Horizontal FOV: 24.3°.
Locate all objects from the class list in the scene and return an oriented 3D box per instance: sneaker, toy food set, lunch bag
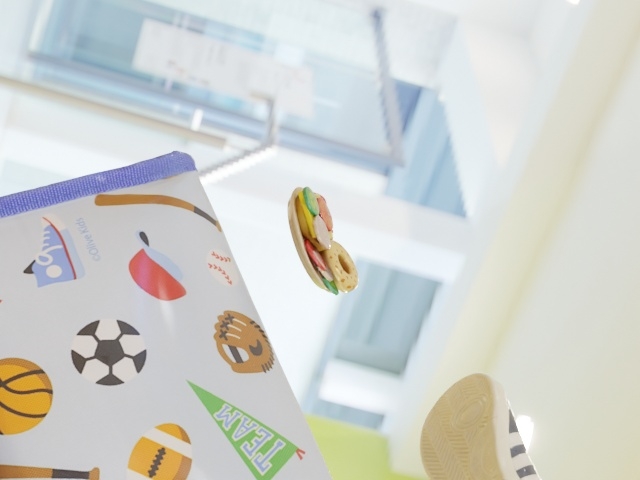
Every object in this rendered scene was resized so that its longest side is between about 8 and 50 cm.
[{"bbox_3d":[0.222,0.307,1.806,0.131,0.148,0.350,-37,-152,19],"label":"sneaker"},{"bbox_3d":[0.000,0.000,1.057,0.082,0.020,0.083,4,67,-73],"label":"toy food set"},{"bbox_3d":[-0.212,0.152,0.978,0.239,0.385,0.328,113,-43,-59],"label":"lunch bag"}]
